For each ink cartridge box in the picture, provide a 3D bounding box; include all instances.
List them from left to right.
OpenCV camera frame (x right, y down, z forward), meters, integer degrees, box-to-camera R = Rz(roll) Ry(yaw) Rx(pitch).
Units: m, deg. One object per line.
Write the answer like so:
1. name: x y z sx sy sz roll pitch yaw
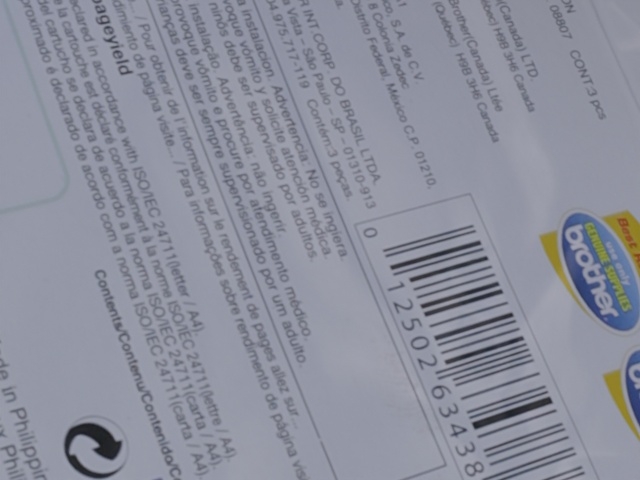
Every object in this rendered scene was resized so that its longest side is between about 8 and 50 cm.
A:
1. ink cartridge box: 0.000 0.000 0.601 0.395 0.151 0.270 -16 -105 -25
